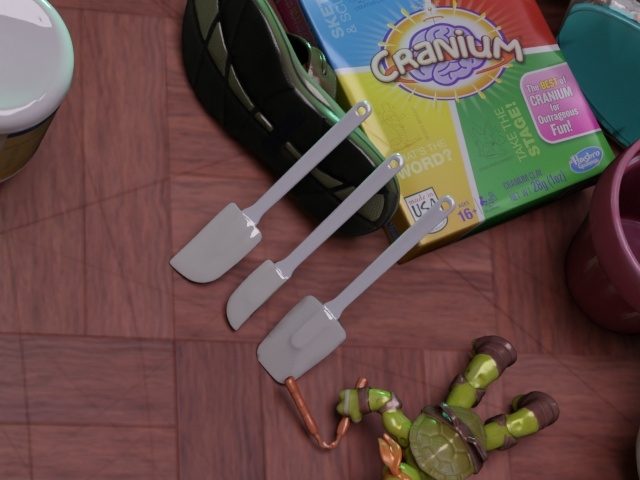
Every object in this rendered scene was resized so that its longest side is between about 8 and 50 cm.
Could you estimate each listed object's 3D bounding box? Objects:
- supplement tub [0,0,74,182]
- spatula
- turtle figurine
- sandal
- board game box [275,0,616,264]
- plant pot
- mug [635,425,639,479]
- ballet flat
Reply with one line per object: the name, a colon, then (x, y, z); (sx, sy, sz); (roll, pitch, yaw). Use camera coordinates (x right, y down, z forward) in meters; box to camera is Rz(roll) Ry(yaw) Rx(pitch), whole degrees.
supplement tub: (-0.306, -0.131, 1.627); (0.144, 0.199, 0.144); (7, 69, -18)
spatula: (0.000, 0.000, 1.727); (0.242, 0.019, 0.168); (-43, 83, 4)
turtle figurine: (0.114, 0.176, 1.721); (0.269, 0.087, 0.217); (43, 53, 12)
sandal: (-0.028, -0.135, 1.794); (0.303, 0.120, 0.086); (53, 36, 2)
board game box: (0.124, -0.165, 1.859); (0.242, 0.064, 0.316); (-22, 80, -20)
plant pot: (0.337, 0.009, 1.819); (0.201, 0.180, 0.201); (7, 69, -18)
mug: (0.489, 0.166, 1.714); (0.328, 0.374, 0.276); (-18, 63, -18)
ballet flat: (0.411, -0.121, 1.941); (0.409, 0.147, 0.147); (41, 63, -5)
